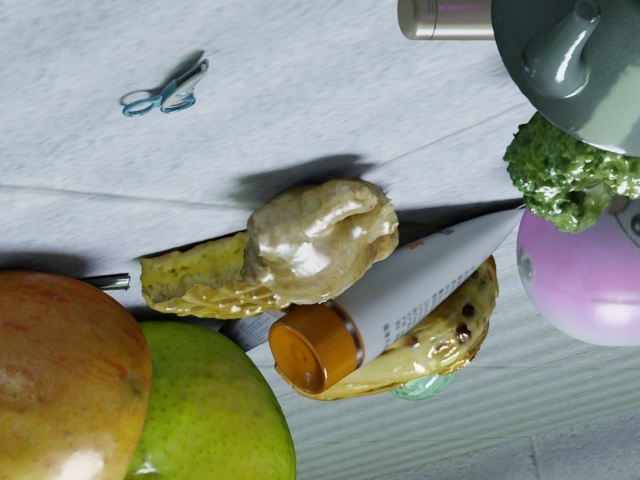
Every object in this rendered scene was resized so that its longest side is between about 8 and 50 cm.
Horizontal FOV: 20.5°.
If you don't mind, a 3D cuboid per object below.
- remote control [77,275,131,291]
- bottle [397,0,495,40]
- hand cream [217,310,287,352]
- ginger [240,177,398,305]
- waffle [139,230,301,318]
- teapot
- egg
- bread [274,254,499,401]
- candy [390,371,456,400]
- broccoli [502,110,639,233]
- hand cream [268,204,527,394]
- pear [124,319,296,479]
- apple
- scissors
[{"bbox_3d":[-0.248,0.050,1.890,0.091,0.016,0.034,-5,171,-13],"label":"remote control"},{"bbox_3d":[0.103,-0.158,1.207,0.096,0.045,0.045,-3,165,-17],"label":"bottle"},{"bbox_3d":[-0.084,0.105,2.164,0.067,0.043,0.210,34,155,-10],"label":"hand cream"},{"bbox_3d":[0.000,0.000,1.674,0.157,0.102,0.216,-34,161,2],"label":"ginger"},{"bbox_3d":[-0.045,0.036,1.882,0.229,0.057,0.219,-14,166,18],"label":"waffle"},{"bbox_3d":[0.216,-0.162,1.093,0.239,0.162,0.149,-30,168,-35],"label":"teapot"},{"bbox_3d":[0.319,0.000,1.699,0.271,0.196,0.196,-18,172,-28],"label":"egg"},{"bbox_3d":[0.080,0.098,1.968,0.235,0.099,0.210,-13,-161,23],"label":"bread"},{"bbox_3d":[0.047,0.113,2.219,0.119,0.119,0.440,-16,158,26],"label":"candy"},{"bbox_3d":[0.282,-0.068,1.394,0.254,0.186,0.302,-17,161,-9],"label":"broccoli"},{"bbox_3d":[0.092,0.047,1.817,0.314,0.089,0.140,-30,180,-34],"label":"hand cream"},{"bbox_3d":[-0.214,0.268,2.101,0.391,0.391,0.391,-9,166,-2],"label":"pear"},{"bbox_3d":[-0.325,0.166,1.782,0.275,0.299,0.299,25,156,-14],"label":"apple"},{"bbox_3d":[-0.106,-0.113,1.319,0.058,0.014,0.119,-7,170,-28],"label":"scissors"}]
